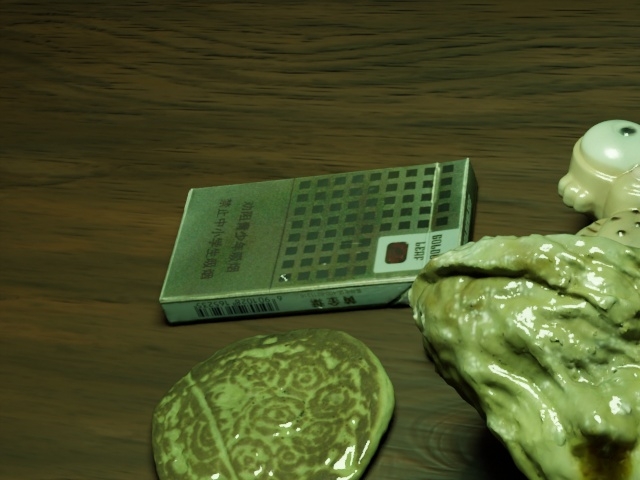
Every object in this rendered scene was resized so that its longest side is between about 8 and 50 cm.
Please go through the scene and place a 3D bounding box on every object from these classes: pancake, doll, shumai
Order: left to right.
[{"bbox_3d":[-0.047,0.175,1.518,0.250,0.031,0.250,-12,41,10],"label":"pancake"},{"bbox_3d":[0.205,0.153,1.294,0.314,0.267,0.262,18,64,0],"label":"shumai"},{"bbox_3d":[0.308,-0.010,1.510,0.154,0.119,0.278,6,40,1],"label":"doll"}]

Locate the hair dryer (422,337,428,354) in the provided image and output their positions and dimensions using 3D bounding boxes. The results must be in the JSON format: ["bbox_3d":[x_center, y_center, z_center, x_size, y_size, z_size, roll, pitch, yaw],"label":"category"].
[{"bbox_3d":[0.162,0.109,1.499,0.150,0.071,0.047,32,64,23],"label":"hair dryer"}]

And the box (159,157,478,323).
[{"bbox_3d":[0.000,0.001,1.681,0.325,0.047,0.180,-5,42,16],"label":"box"}]
